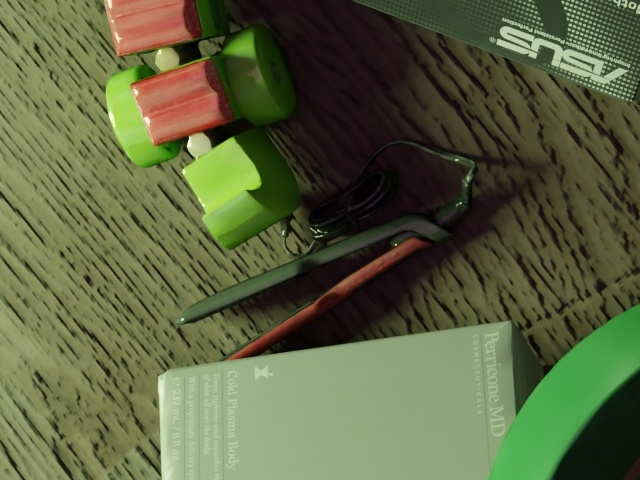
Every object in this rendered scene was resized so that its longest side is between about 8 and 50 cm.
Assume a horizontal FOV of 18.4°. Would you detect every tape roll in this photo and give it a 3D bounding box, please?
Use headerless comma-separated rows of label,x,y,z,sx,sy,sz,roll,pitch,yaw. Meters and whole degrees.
tape roll,0.255,0.184,1.171,0.321,0.077,0.321,-3,103,-15

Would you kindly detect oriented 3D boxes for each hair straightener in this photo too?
hair straightener,0.000,0.000,1.300,0.230,0.047,0.089,-31,89,16

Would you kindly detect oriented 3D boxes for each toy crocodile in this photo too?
toy crocodile,-0.102,-0.159,1.276,0.115,0.105,0.340,-17,92,16

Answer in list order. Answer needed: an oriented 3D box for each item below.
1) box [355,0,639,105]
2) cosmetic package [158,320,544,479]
box,0.098,-0.215,1.176,0.270,0.060,0.216,22,141,9
cosmetic package,0.025,0.138,1.265,0.238,0.107,0.127,-12,64,17
